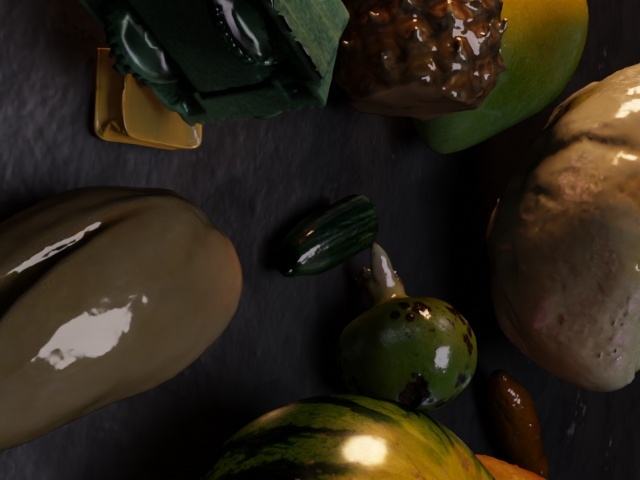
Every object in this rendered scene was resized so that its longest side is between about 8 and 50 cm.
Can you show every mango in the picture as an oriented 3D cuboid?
[{"bbox_3d":[0.166,-0.179,0.980,0.251,0.114,0.156,-35,134,-33],"label":"mango"}]

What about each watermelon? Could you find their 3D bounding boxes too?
[{"bbox_3d":[0.015,0.237,0.704,0.269,0.269,0.269,-13,106,-54],"label":"watermelon"}]

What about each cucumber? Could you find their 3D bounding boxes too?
[{"bbox_3d":[0.000,0.000,0.823,0.105,0.048,0.048,-29,118,-44],"label":"cucumber"}]

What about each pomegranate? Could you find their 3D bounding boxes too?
[{"bbox_3d":[0.068,0.081,0.887,0.122,0.122,0.161,0,68,-55],"label":"pomegranate"}]

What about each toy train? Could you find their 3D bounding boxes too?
[{"bbox_3d":[-0.088,-0.221,0.560,0.330,0.138,0.178,52,50,-36],"label":"toy train"}]

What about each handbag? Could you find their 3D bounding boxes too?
[{"bbox_3d":[-0.110,-0.092,0.667,0.083,0.027,0.061,0,92,-60],"label":"handbag"}]

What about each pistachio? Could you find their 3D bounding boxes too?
[{"bbox_3d":[-0.136,0.041,0.574,0.226,0.136,0.136,-32,121,-41],"label":"pistachio"}]

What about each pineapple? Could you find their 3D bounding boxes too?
[{"bbox_3d":[0.091,-0.257,0.826,0.141,0.170,0.310,165,-71,-81],"label":"pineapple"}]

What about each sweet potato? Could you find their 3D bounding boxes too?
[{"bbox_3d":[0.231,0.230,1.184,0.057,0.057,0.264,-57,142,-32],"label":"sweet potato"}]

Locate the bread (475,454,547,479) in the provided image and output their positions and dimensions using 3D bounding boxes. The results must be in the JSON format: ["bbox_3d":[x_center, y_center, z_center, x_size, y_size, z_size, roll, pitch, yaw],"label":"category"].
[{"bbox_3d":[0.133,0.334,0.874,0.172,0.312,0.312,39,63,-32],"label":"bread"}]

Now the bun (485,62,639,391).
[{"bbox_3d":[0.308,-0.029,1.099,0.365,0.219,0.365,-40,143,-39],"label":"bun"}]
